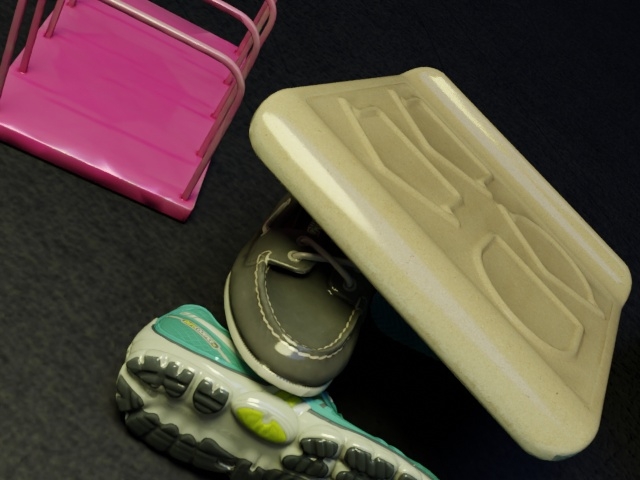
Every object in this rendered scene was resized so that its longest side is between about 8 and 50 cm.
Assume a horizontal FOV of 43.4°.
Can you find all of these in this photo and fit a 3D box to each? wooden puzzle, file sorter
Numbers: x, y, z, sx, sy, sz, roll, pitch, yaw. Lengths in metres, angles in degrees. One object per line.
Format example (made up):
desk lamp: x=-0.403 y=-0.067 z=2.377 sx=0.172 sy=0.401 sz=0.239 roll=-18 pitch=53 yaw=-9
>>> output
wooden puzzle: x=0.118 y=-0.005 z=0.691 sx=0.322 sy=0.080 sz=0.348 roll=48 pitch=31 yaw=7
file sorter: x=-0.156 y=-0.208 z=0.766 sx=0.202 sy=0.182 sz=0.290 roll=25 pitch=41 yaw=-14

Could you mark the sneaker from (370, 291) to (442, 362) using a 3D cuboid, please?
sneaker: x=0.161 y=0.092 z=0.781 sx=0.229 sy=0.087 sz=0.092 roll=37 pitch=37 yaw=-3

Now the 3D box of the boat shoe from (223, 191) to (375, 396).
boat shoe: x=0.000 y=0.000 z=0.680 sx=0.112 sy=0.095 sz=0.335 roll=28 pitch=24 yaw=-5

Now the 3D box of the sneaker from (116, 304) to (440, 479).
sneaker: x=-0.014 y=0.136 z=0.603 sx=0.275 sy=0.107 sz=0.110 roll=34 pitch=31 yaw=-3
